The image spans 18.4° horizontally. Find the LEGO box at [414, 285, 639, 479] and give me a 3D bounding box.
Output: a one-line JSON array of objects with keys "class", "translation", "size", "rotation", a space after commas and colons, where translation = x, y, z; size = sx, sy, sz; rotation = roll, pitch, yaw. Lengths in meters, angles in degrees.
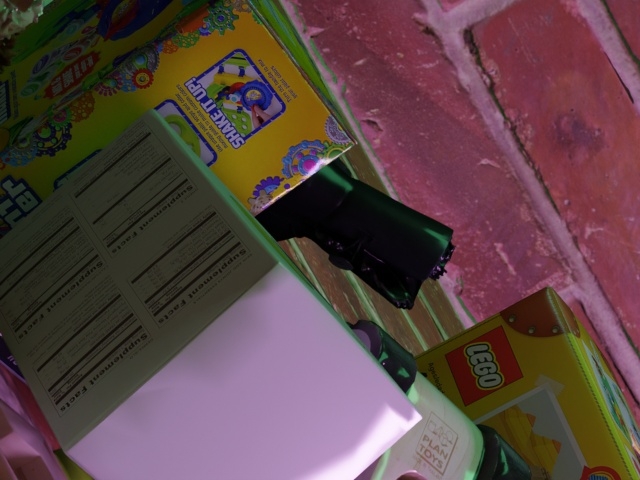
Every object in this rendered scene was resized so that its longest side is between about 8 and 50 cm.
[{"class": "LEGO box", "translation": [0.180, 0.359, 1.927], "size": [0.193, 0.372, 0.500], "rotation": [47, 18, -52]}]

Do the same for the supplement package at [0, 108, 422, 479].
[{"class": "supplement package", "translation": [-0.099, 0.076, 1.471], "size": [0.199, 0.198, 0.262], "rotation": [48, 0, -37]}]

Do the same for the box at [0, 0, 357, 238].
[{"class": "box", "translation": [-0.152, -0.115, 1.708], "size": [0.177, 0.279, 0.290], "rotation": [52, 6, -25]}]

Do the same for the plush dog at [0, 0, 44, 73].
[{"class": "plush dog", "translation": [-0.309, -0.107, 1.397], "size": [0.211, 0.262, 0.225], "rotation": [22, -16, 18]}]

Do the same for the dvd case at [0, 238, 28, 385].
[{"class": "dvd case", "translation": [-0.243, 0.054, 1.649], "size": [0.238, 0.030, 0.179], "rotation": [50, 15, -48]}]

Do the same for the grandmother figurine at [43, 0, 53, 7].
[{"class": "grandmother figurine", "translation": [-0.240, -0.147, 2.000], "size": [0.208, 0.104, 0.342], "rotation": [34, -5, 39]}]

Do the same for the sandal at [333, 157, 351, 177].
[{"class": "sandal", "translation": [-0.118, -0.161, 2.038], "size": [0.167, 0.107, 0.446], "rotation": [49, 0, -37]}]

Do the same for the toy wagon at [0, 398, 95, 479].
[{"class": "toy wagon", "translation": [-0.204, 0.210, 1.351], "size": [0.267, 0.068, 0.344], "rotation": [62, 10, 0]}]

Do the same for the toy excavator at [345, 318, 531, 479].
[{"class": "toy excavator", "translation": [-0.031, 0.187, 1.838], "size": [0.222, 0.445, 0.433], "rotation": [43, 57, -30]}]

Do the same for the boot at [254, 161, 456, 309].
[{"class": "boot", "translation": [0.000, 0.000, 1.849], "size": [0.207, 0.094, 0.246], "rotation": [34, -27, -8]}]
